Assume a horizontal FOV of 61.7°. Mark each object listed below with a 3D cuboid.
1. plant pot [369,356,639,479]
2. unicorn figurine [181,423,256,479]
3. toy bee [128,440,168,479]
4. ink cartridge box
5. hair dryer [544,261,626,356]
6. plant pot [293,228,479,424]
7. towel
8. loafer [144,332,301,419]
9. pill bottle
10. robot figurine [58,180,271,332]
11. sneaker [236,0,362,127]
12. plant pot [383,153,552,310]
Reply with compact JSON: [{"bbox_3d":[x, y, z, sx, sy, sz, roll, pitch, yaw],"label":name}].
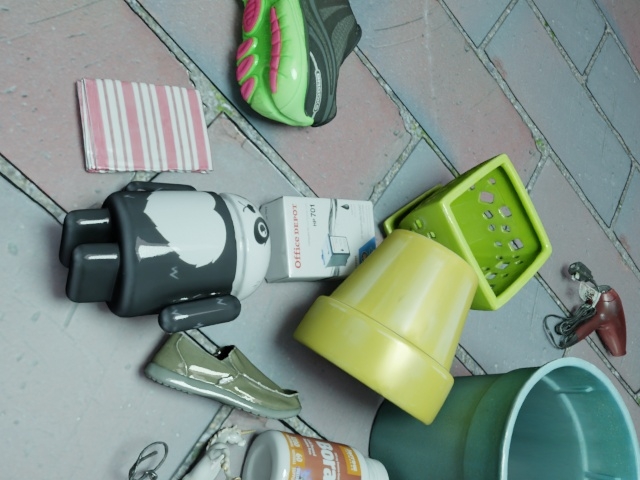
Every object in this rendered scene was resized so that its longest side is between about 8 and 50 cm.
[{"bbox_3d":[0.280,0.367,0.898,0.341,0.334,0.340,7,77,-33],"label":"plant pot"},{"bbox_3d":[-0.153,0.328,0.769,0.162,0.111,0.060,-35,111,-19],"label":"unicorn figurine"},{"bbox_3d":[-0.275,0.392,0.607,0.298,0.162,0.195,-49,147,-9],"label":"toy bee"},{"bbox_3d":[0.000,0.000,0.941,0.191,0.082,0.139,0,81,-36],"label":"ink cartridge box"},{"bbox_3d":[0.692,0.210,1.383,0.294,0.080,0.223,33,80,-18],"label":"hair dryer"},{"bbox_3d":[0.122,0.122,0.859,0.254,0.254,0.239,37,79,-22],"label":"plant pot"},{"bbox_3d":[-0.268,-0.174,0.834,0.197,0.029,0.144,-5,83,-37],"label":"towel"},{"bbox_3d":[-0.130,0.202,0.803,0.251,0.094,0.087,27,71,-27],"label":"loafer"},{"bbox_3d":[-0.002,0.374,0.837,0.216,0.121,0.121,22,68,-29],"label":"pill bottle"},{"bbox_3d":[-0.204,0.013,0.745,0.278,0.174,0.209,-3,89,-34],"label":"robot figurine"},{"bbox_3d":[-0.031,-0.423,0.980,0.202,0.185,0.482,21,71,-48],"label":"sneaker"},{"bbox_3d":[0.272,-0.006,1.048,0.228,0.207,0.227,-34,100,-34],"label":"plant pot"}]
